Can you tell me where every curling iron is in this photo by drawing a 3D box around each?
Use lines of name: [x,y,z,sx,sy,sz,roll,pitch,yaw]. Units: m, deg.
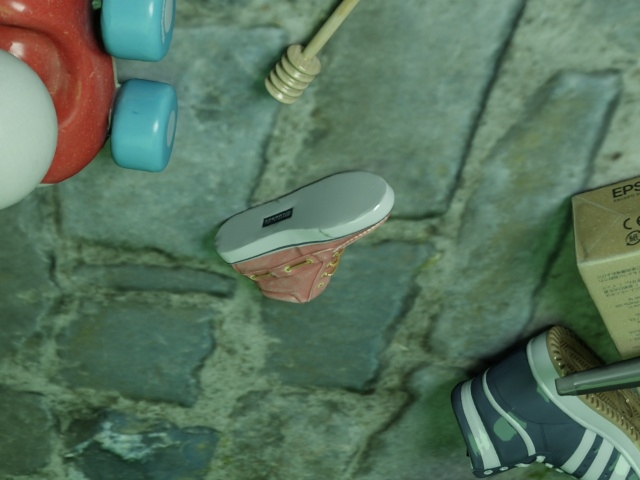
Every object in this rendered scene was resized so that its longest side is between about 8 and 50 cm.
curling iron: [0.318,0.081,0.852,0.274,0.035,0.068,-18,127,24]

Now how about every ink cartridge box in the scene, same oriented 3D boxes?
ink cartridge box: [0.346,0.022,0.875,0.235,0.088,0.193,-16,133,22]

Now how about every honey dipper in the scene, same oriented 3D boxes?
honey dipper: [0.014,-0.161,0.778,0.030,0.030,0.160,29,129,-20]

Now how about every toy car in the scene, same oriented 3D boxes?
toy car: [-0.229,-0.079,0.744,0.219,0.238,0.210,8,137,1]

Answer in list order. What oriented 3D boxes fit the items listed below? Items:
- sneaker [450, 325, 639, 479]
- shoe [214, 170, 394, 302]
sneaker: [0.249,0.208,1.074,0.153,0.099,0.282,-32,117,28]
shoe: [0.000,0.000,0.925,0.178,0.063,0.081,-17,133,31]
